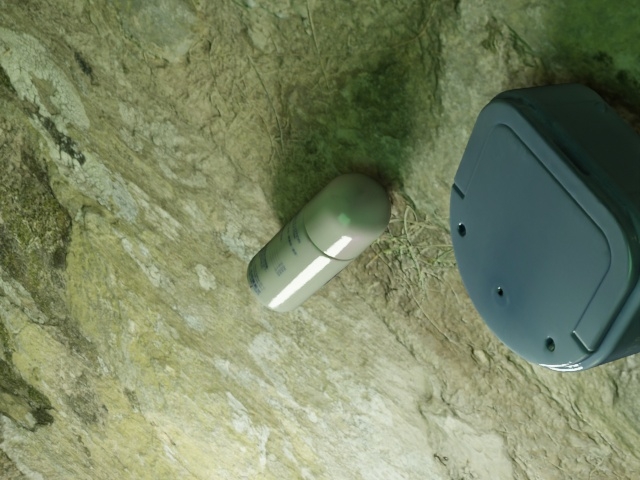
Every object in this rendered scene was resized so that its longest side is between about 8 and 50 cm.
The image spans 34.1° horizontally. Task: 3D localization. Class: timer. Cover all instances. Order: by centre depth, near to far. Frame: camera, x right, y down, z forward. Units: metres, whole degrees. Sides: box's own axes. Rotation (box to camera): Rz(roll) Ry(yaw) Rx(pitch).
[{"bbox_3d":[0.341,0.003,1.453,0.395,0.173,0.395,34,131,53],"label":"timer"}]

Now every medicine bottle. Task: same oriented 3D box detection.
[{"bbox_3d":[0.000,0.000,1.827,0.130,0.130,0.341,48,138,2],"label":"medicine bottle"}]
